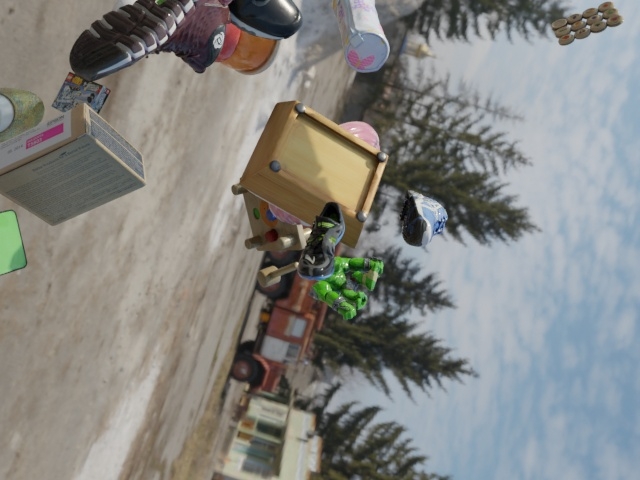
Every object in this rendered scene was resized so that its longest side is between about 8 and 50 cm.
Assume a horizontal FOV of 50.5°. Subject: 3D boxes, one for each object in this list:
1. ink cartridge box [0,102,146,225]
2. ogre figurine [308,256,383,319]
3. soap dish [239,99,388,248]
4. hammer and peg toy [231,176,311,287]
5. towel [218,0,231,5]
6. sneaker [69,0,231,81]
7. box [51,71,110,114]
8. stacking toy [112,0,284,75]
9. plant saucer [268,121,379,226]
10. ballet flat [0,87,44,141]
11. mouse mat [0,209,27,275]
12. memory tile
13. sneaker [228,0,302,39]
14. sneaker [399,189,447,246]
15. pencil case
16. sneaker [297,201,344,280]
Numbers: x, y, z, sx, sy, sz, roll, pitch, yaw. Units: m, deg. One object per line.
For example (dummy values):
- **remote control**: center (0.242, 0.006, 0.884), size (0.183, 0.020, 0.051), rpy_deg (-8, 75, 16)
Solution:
- **ink cartridge box**: center (-0.493, -0.141, 1.325), size (0.193, 0.235, 0.088), rpy_deg (51, 21, -56)
- **ogre figurine**: center (0.052, 0.092, 1.466), size (0.097, 0.118, 0.197), rpy_deg (77, 33, -52)
- **soap dish**: center (-0.001, -0.150, 1.462), size (0.118, 0.291, 0.229), rpy_deg (-35, -150, 59)
- **hammer and peg toy**: center (-0.136, -0.040, 2.147), size (0.266, 0.127, 0.361), rpy_deg (-4, -77, 51)
- **towel**: center (-0.120, -0.464, 0.824), size (0.037, 0.237, 0.329), rpy_deg (-17, -143, 43)
- **sneaker**: center (-0.242, -0.301, 1.066), size (0.281, 0.106, 0.162), rpy_deg (-40, 151, -14)
- **box**: center (-0.548, -0.325, 1.551), size (0.027, 0.137, 0.094), rpy_deg (29, 88, -57)
- **stacking toy**: center (-0.364, -0.643, 1.946), size (0.480, 0.350, 0.350), rpy_deg (-17, 136, -42)
- **plant saucer**: center (0.026, -0.149, 1.705), size (0.332, 0.084, 0.332), rpy_deg (-32, 158, -15)
- **ballet flat**: center (-0.764, -0.258, 1.431), size (0.123, 0.348, 0.123), rpy_deg (169, -90, -67)
- **mouse mat**: center (-0.796, 0.017, 1.620), size (0.190, 0.007, 0.152), rpy_deg (-26, 113, -55)
- **memory tile**: center (0.626, -0.513, 1.599), size (0.012, 0.148, 0.113), rpy_deg (56, 25, -37)
- **sneaker**: center (-0.136, -0.449, 1.108), size (0.124, 0.283, 0.107), rpy_deg (-30, -154, 58)
- **sneaker**: center (0.194, -0.042, 1.242), size (0.211, 0.081, 0.080), rpy_deg (-75, 180, -68)
- **pencil case**: center (0.099, -0.545, 1.725), size (0.124, 0.113, 0.273), rpy_deg (58, 17, -46)
- **sneaker**: center (0.000, 0.000, 1.203), size (0.188, 0.067, 0.078), rpy_deg (-70, 160, -47)
